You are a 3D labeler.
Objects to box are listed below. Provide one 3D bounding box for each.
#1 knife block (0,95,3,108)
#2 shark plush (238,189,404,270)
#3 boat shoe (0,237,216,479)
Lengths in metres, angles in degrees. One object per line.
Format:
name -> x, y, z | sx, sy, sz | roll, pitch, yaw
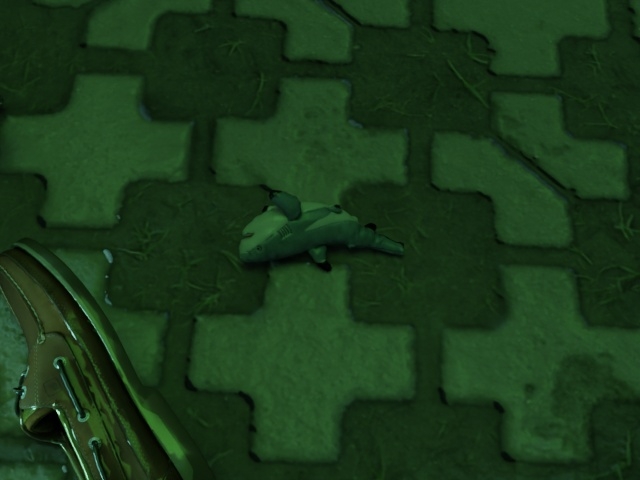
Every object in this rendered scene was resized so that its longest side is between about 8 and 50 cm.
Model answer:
knife block -> -0.474, -0.119, 1.068 | 0.276, 0.088, 0.242 | -39, 65, -23
shark plush -> 0.000, 0.000, 1.047 | 0.161, 0.073, 0.067 | 10, 75, -19
boat shoe -> -0.217, 0.125, 0.905 | 0.104, 0.110, 0.307 | -32, 63, -22
